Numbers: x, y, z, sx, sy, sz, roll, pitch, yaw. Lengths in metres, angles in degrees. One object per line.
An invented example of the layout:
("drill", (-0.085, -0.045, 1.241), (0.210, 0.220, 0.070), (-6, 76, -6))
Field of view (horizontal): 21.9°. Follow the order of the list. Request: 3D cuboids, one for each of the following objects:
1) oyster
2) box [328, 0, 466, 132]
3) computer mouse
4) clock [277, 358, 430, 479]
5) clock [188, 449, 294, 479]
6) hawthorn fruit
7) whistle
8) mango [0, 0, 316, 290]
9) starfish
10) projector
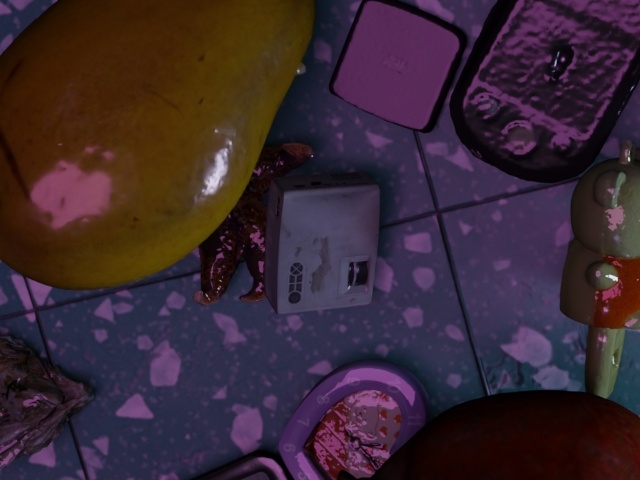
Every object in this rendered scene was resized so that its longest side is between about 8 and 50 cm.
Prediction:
("oyster", (-0.419, 0.197, 1.960), (0.268, 0.112, 0.198), (25, 85, 16))
("box", (0.085, -0.193, 1.794), (0.126, 0.027, 0.125), (24, 103, 9))
("computer mouse", (0.250, -0.195, 1.711), (0.170, 0.100, 0.269), (28, 108, -5))
("clock", (0.040, 0.228, 1.866), (0.172, 0.064, 0.198), (1, 101, 13))
("clock", (-0.105, 0.410, 1.946), (0.273, 0.049, 0.278), (-25, 94, 16))
("hawthorn fruit", (0.213, 0.301, 1.716), (0.325, 0.308, 0.308), (-20, 96, 4))
("whistle", (0.310, 0.032, 1.730), (0.106, 0.131, 0.288), (10, 111, 24))
("mango", (-0.179, -0.145, 1.712), (0.445, 0.220, 0.301), (-44, 68, -7))
("starfish", (-0.099, -0.047, 1.848), (0.216, 0.071, 0.238), (-11, 99, 11))
("projector", (0.000, 0.000, 1.802), (0.115, 0.061, 0.147), (-4, 117, -17))
